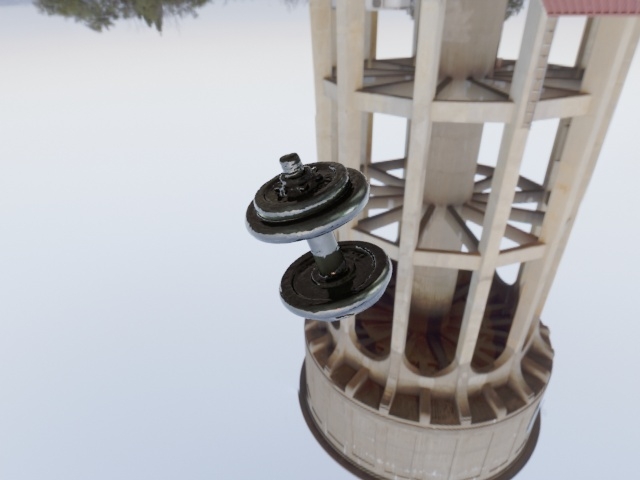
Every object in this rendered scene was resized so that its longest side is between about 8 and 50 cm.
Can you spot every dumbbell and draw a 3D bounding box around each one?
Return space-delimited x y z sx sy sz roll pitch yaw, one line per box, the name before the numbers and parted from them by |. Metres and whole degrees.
dumbbell | 0.000 0.000 0.647 0.192 0.289 0.192 -16 -151 9
